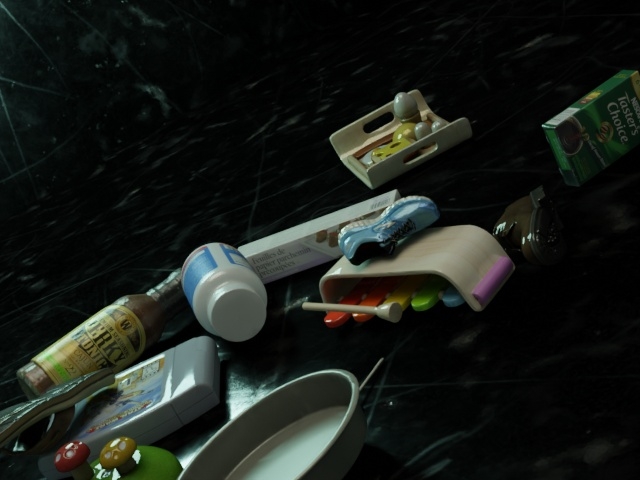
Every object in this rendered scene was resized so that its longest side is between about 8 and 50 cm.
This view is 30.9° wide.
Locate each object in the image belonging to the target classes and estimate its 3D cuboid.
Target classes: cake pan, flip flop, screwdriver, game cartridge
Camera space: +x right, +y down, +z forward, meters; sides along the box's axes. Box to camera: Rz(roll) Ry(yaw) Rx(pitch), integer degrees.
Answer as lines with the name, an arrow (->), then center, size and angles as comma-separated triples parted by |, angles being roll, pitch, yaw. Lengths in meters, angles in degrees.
cake pan -> -0.061, 0.273, 1.424 | 0.293, 0.054, 0.293 | -33, 15, 10
flip flop -> -0.418, 0.276, 1.752 | 0.112, 0.080, 0.277 | -14, 9, 43
screwdriver -> 0.049, 0.202, 1.558 | 0.024, 0.025, 0.170 | -12, 26, 35
game cartridge -> -0.296, 0.262, 1.802 | 0.297, 0.062, 0.198 | -26, 17, 5

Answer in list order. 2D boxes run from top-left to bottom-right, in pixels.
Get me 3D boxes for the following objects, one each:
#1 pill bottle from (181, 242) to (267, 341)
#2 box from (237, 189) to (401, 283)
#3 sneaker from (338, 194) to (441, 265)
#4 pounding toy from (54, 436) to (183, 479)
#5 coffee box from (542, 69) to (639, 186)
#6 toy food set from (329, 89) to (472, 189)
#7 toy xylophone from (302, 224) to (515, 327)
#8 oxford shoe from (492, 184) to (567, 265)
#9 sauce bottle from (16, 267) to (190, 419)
pill bottle -> -0.158, 0.090, 1.935 | 0.124, 0.124, 0.221 | -29, 20, -5
box -> 0.000, 0.000, 2.036 | 0.324, 0.063, 0.067 | -20, 20, 18
sneaker -> 0.107, -0.006, 1.718 | 0.162, 0.063, 0.073 | -27, 39, 12
pounding toy -> -0.286, 0.325, 1.556 | 0.183, 0.110, 0.237 | -29, 20, -4
coffee box -> 0.448, -0.181, 1.845 | 0.184, 0.113, 0.040 | -33, 20, -18
toy food set -> 0.151, -0.215, 2.317 | 0.220, 0.092, 0.306 | -28, 20, -3
toy xylophone -> 0.112, 0.064, 1.723 | 0.236, 0.081, 0.323 | -40, 24, -30
oxford shoe -> 0.299, -0.005, 1.673 | 0.096, 0.083, 0.227 | -27, 10, 16
sauce bottle -> -0.359, 0.169, 2.011 | 0.344, 0.111, 0.111 | -39, 23, -24
